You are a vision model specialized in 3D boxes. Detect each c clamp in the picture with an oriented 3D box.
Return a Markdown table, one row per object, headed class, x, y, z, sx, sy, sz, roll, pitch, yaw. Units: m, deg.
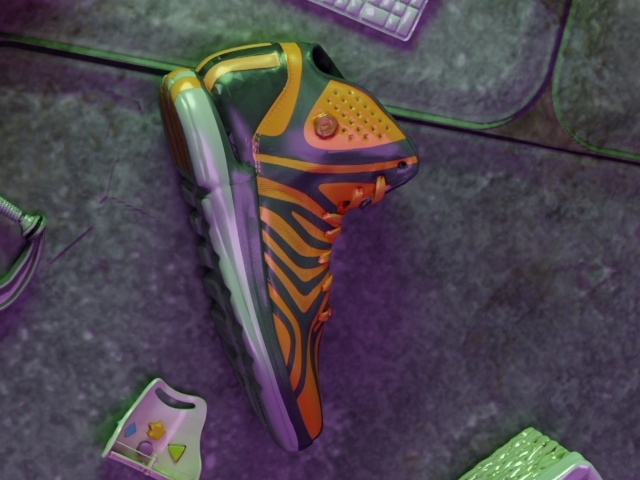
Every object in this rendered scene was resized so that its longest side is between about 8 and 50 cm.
| class | x | y | z | sx | sy | sz | roll | pitch | yaw |
| --- | --- | --- | --- | --- | --- | --- | --- | --- | --- |
| c clamp | -0.268 | -0.023 | 1.471 | 0.160 | 0.022 | 0.137 | 42 | 88 | -24 |

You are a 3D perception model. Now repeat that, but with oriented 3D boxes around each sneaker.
| class | x | y | z | sx | sy | sz | roll | pitch | yaw |
| --- | --- | --- | --- | --- | --- | --- | --- | --- | --- |
| sneaker | 0.000 | 0.000 | 1.518 | 0.180 | 0.124 | 0.321 | -17 | 110 | -13 |

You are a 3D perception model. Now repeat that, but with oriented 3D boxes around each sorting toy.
| class | x | y | z | sx | sy | sz | roll | pitch | yaw |
| --- | --- | --- | --- | --- | --- | --- | --- | --- | --- |
| sorting toy | -0.127 | 0.151 | 1.563 | 0.083 | 0.045 | 0.075 | 29 | 87 | -24 |

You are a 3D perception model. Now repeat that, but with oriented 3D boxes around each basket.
| class | x | y | z | sx | sy | sz | roll | pitch | yaw |
| --- | --- | --- | --- | --- | --- | --- | --- | --- | --- |
| basket | 0.163 | 0.253 | 1.661 | 0.167 | 0.103 | 0.113 | -36 | 114 | -6 |

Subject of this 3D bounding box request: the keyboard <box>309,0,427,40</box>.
| class | x | y | z | sx | sy | sz | roll | pitch | yaw |
| --- | --- | --- | --- | --- | --- | --- | --- | --- | --- |
| keyboard | -0.026 | -0.230 | 1.503 | 0.256 | 0.014 | 0.072 | 21 | 97 | -23 |
